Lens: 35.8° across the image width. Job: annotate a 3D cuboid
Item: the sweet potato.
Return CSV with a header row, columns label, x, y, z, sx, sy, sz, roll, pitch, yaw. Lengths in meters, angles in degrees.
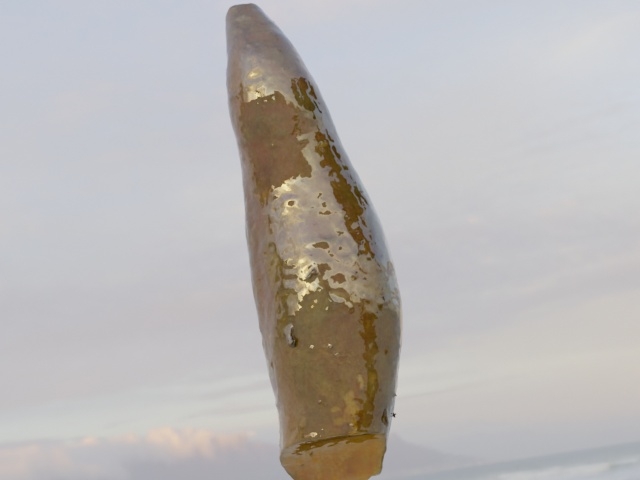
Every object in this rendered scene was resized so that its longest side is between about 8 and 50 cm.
label,x,y,z,sx,sy,sz,roll,pitch,yaw
sweet potato,0.000,0.000,0.482,0.077,0.243,0.077,-7,-5,-1
